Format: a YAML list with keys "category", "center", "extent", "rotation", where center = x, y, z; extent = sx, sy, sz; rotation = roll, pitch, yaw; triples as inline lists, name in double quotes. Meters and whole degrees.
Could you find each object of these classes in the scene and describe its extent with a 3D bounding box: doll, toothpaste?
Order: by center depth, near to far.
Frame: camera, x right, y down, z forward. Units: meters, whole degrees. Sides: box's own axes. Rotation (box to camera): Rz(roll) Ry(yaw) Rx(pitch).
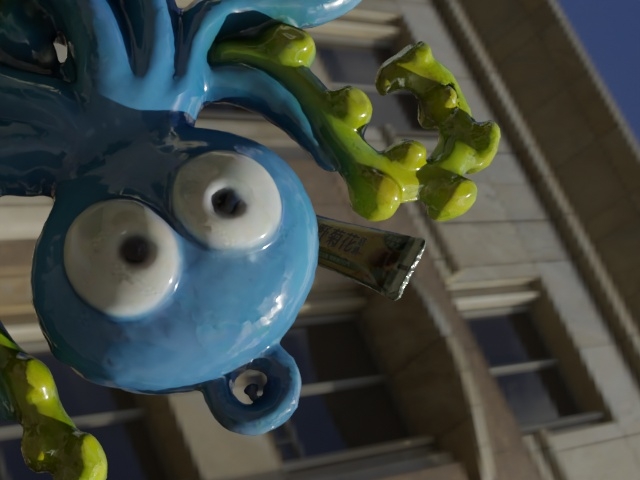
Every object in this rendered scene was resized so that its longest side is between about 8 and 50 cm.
- category: "doll"
  center: [-0.091, -0.059, 0.779]
  extent: [0.341, 0.346, 0.099]
  rotation: [61, -17, 7]
- category: "toothpaste"
  center: [0.000, 0.000, 1.149]
  extent: [0.204, 0.031, 0.049]
  rotation: [18, -103, 48]
